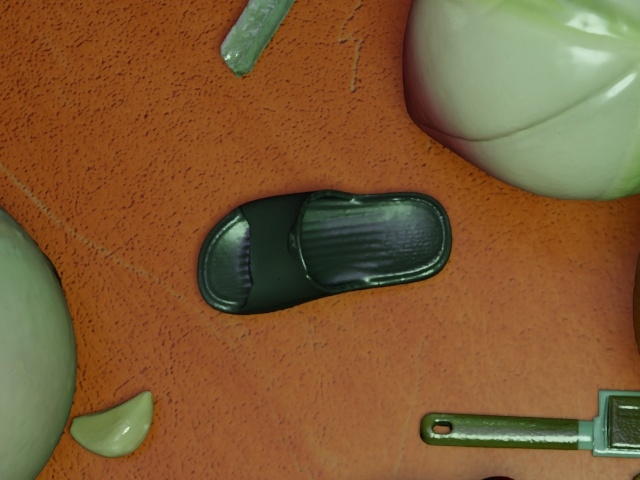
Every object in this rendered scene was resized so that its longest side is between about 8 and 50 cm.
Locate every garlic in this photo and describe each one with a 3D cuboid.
[{"bbox_3d":[-0.191,0.174,1.458,0.083,0.041,0.053,-17,69,11],"label":"garlic"}]

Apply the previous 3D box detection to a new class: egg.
[{"bbox_3d":[-0.413,0.083,1.357,0.355,0.340,0.354,-2,75,9],"label":"egg"}]

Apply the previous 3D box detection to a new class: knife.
[{"bbox_3d":[0.260,0.162,1.406,0.343,0.027,0.061,2,72,8],"label":"knife"}]

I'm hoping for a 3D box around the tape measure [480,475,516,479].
[{"bbox_3d":[0.097,0.333,1.339,0.261,0.114,0.253,-13,74,4],"label":"tape measure"}]

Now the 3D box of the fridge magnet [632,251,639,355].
[{"bbox_3d":[0.420,0.018,1.297,0.364,0.155,0.363,-6,113,-15],"label":"fridge magnet"}]

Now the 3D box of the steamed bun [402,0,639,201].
[{"bbox_3d":[0.195,-0.166,1.376,0.309,0.309,0.309,-2,76,7],"label":"steamed bun"}]

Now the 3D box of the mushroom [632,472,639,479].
[{"bbox_3d":[0.306,0.376,1.292,0.233,0.302,0.208,-35,117,-6],"label":"mushroom"}]

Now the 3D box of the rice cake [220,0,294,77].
[{"bbox_3d":[-0.037,-0.255,1.542,0.034,0.043,0.211,28,81,21],"label":"rice cake"}]

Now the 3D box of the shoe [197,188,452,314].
[{"bbox_3d":[0.000,0.000,1.448,0.241,0.093,0.108,-8,76,4],"label":"shoe"}]
